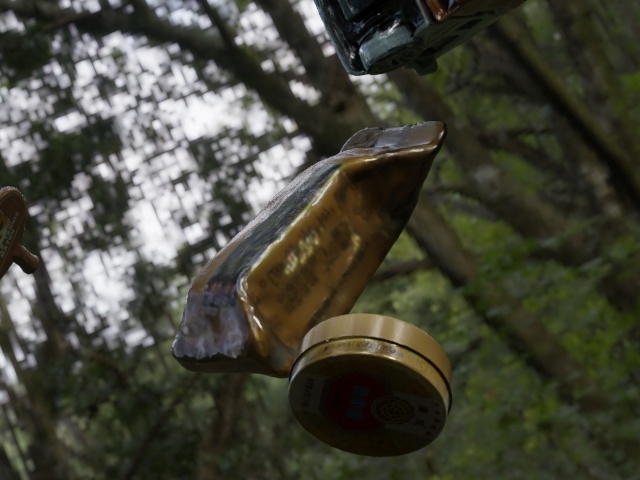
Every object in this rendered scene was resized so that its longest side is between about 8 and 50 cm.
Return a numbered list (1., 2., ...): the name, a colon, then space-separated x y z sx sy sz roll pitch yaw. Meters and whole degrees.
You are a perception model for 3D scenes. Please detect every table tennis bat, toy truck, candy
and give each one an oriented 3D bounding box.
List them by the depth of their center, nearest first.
1. candy: 0.000 0.000 1.232 0.143 0.101 0.271 0 46 53
2. toy truck: 0.132 -0.242 1.247 0.184 0.133 0.338 -11 -16 -47
3. table tennis bat: -0.376 -0.011 1.640 0.119 0.108 0.170 18 -13 12

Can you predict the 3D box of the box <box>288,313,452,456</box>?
1. box: 0.032 0.093 0.990 0.105 0.037 0.106 7 -44 6
